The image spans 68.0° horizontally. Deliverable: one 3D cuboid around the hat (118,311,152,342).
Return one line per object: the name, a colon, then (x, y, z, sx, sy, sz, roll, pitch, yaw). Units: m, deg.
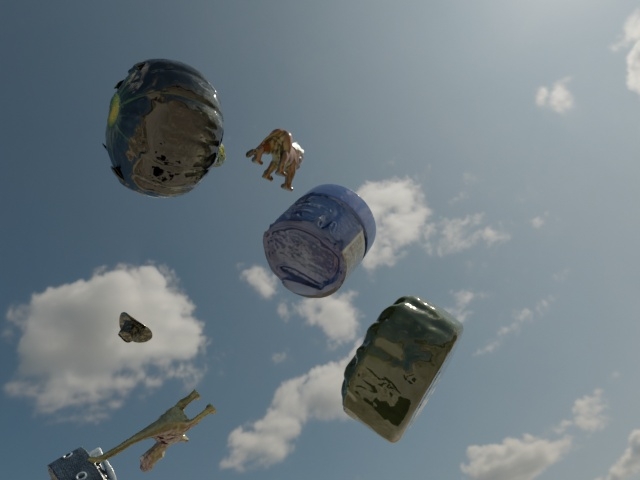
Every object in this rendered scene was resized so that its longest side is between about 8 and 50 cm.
hat: (-0.531, 0.254, 1.321, 0.121, 0.050, 0.121, 14, -54, 20)

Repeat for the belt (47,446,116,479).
belt: (-0.592, 0.625, 1.211, 0.128, 0.218, 0.122, -20, -46, -42)

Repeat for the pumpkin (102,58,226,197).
pumpkin: (-0.305, -0.226, 1.019, 0.296, 0.295, 0.295, -12, -46, -13)

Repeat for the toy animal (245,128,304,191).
toy animal: (-0.110, -0.244, 1.349, 0.097, 0.157, 0.312, 16, -9, 9)

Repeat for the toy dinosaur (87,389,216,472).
toy dinosaur: (-0.300, 0.369, 0.906, 0.200, 0.072, 0.251, -38, -12, -22)

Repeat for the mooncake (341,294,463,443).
mooncake: (0.204, 0.315, 1.202, 0.356, 0.194, 0.356, -47, -25, -29)

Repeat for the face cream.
face cream: (0.000, 0.000, 1.280, 0.249, 0.225, 0.249, 13, -57, 21)
